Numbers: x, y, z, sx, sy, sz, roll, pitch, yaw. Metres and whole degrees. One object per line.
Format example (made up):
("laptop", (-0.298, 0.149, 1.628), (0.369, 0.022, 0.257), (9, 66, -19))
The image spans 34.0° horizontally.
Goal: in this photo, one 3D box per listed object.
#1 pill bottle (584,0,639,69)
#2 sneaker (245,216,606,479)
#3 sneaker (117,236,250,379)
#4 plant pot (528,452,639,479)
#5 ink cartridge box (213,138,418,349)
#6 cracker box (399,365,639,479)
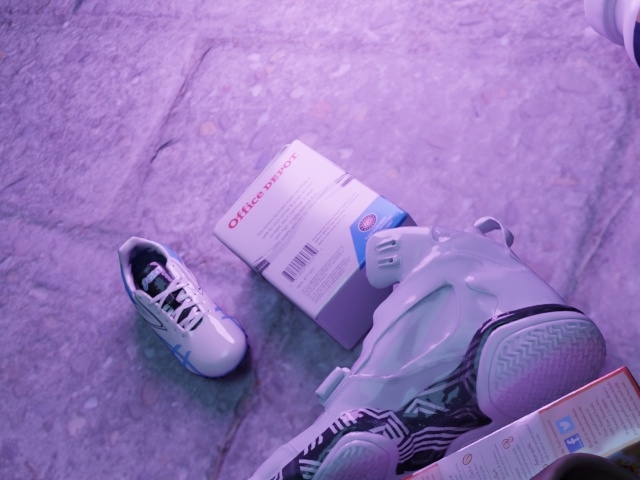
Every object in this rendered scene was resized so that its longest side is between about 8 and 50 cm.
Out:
("pill bottle", (0.389, -0.204, 0.997), (0.153, 0.153, 0.264), (-45, 47, -1))
("sneaker", (0.069, 0.123, 1.003), (0.366, 0.137, 0.210), (-31, 49, 5))
("sneaker", (-0.167, 0.077, 1.211), (0.085, 0.086, 0.237), (-46, 49, -4))
("plant pot", (0.152, 0.357, 0.713), (0.280, 0.323, 0.323), (-42, 46, 25))
("ink cartridge box", (0.000, 0.000, 1.154), (0.148, 0.086, 0.203), (-48, 47, -4))
("cracker box", (0.179, 0.209, 0.859), (0.232, 0.156, 0.067), (-30, 49, 12))
